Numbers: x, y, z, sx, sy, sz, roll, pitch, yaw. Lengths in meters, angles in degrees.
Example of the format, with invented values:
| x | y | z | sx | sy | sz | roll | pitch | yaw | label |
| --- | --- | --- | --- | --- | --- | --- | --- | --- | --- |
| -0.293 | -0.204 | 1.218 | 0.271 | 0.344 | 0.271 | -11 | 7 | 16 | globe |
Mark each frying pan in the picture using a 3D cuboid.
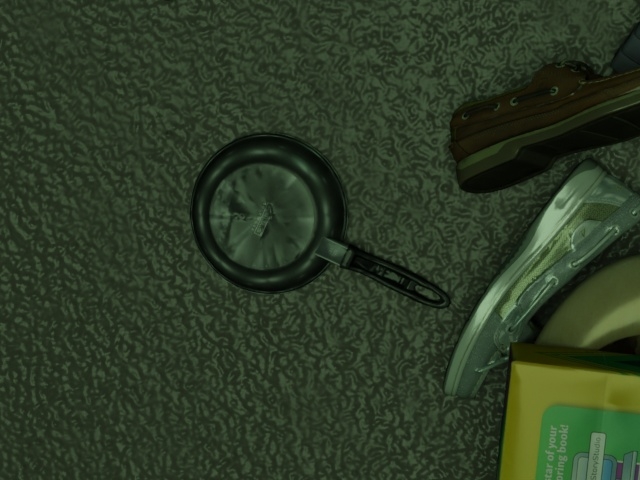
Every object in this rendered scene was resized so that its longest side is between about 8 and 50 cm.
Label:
| x | y | z | sx | sy | sz | roll | pitch | yaw | label |
| --- | --- | --- | --- | --- | --- | --- | --- | --- | --- |
| -0.023 | 0.018 | 1.889 | 0.197 | 0.053 | 0.326 | -42 | 87 | 12 | frying pan |

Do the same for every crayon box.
| x | y | z | sx | sy | sz | roll | pitch | yaw | label |
| --- | --- | --- | --- | --- | --- | --- | --- | --- | --- |
| 0.339 | 0.307 | 1.672 | 0.313 | 0.106 | 0.363 | 6 | 100 | 7 | crayon box |

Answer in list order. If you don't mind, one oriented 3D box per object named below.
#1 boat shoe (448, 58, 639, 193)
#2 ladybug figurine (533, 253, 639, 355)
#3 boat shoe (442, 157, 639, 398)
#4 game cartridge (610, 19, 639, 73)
| x | y | z | sx | sy | sz | roll | pitch | yaw | label |
| --- | --- | --- | --- | --- | --- | --- | --- | --- | --- |
| 0.275 | -0.153 | 1.754 | 0.307 | 0.110 | 0.104 | -20 | 69 | 27 | boat shoe |
| 0.366 | 0.227 | 1.792 | 0.305 | 0.162 | 0.450 | 7 | 100 | 5 | ladybug figurine |
| 0.251 | 0.059 | 1.816 | 0.103 | 0.118 | 0.320 | 35 | 95 | 7 | boat shoe |
| 0.508 | -0.161 | 1.698 | 0.355 | 0.230 | 0.068 | 33 | 67 | 3 | game cartridge |
